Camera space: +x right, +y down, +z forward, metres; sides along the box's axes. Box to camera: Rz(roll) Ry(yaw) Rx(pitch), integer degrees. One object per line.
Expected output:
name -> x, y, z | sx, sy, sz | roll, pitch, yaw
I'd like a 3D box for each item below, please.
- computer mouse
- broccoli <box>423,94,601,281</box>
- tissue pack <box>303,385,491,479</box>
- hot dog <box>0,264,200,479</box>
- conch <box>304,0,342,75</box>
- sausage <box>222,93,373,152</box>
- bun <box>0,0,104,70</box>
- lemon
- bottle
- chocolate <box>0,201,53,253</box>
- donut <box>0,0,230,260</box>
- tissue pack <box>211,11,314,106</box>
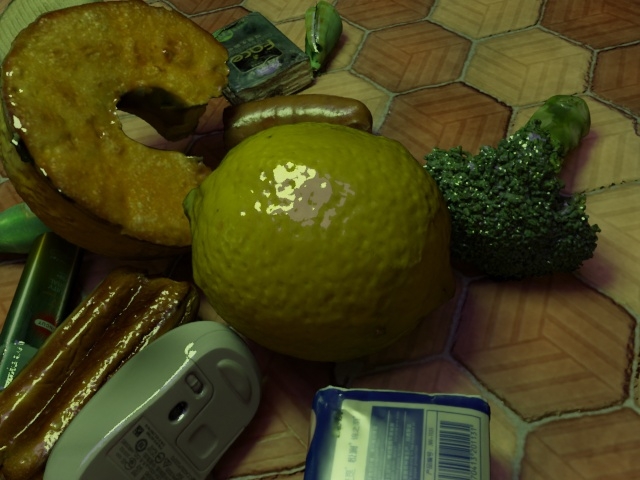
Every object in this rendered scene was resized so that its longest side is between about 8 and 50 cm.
computer mouse -> -0.202, 0.223, 0.796 | 0.121, 0.184, 0.297 | 18, 58, 44
broccoli -> 0.319, -0.101, 0.966 | 0.361, 0.221, 0.252 | -35, 22, -21
tissue pack -> 0.077, 0.303, 0.699 | 0.209, 0.137, 0.269 | -1, 47, 12
hot dog -> -0.300, 0.179, 0.890 | 0.158, 0.117, 0.348 | 16, 52, 23
conch -> 0.000, -0.421, 1.346 | 0.079, 0.105, 0.170 | -3, 54, 16
sausage -> -0.040, -0.205, 1.177 | 0.271, 0.108, 0.108 | -1, 50, 12
bun -> -0.590, -0.448, 1.473 | 0.288, 0.146, 0.287 | -10, 59, 17
lemon -> 0.002, 0.000, 0.859 | 0.336, 0.336, 0.336 | -6, 49, 7
bottle -> -0.428, 0.118, 0.996 | 0.082, 0.082, 0.286 | -6, 50, 7
chocolate -> -0.464, -0.028, 1.119 | 0.291, 0.110, 0.110 | -12, 49, 5
donut -> -0.310, -0.171, 1.026 | 0.163, 0.378, 0.434 | -33, 50, 43
tissue pack -> -0.142, -0.364, 1.348 | 0.173, 0.073, 0.235 | -29, 50, -11
